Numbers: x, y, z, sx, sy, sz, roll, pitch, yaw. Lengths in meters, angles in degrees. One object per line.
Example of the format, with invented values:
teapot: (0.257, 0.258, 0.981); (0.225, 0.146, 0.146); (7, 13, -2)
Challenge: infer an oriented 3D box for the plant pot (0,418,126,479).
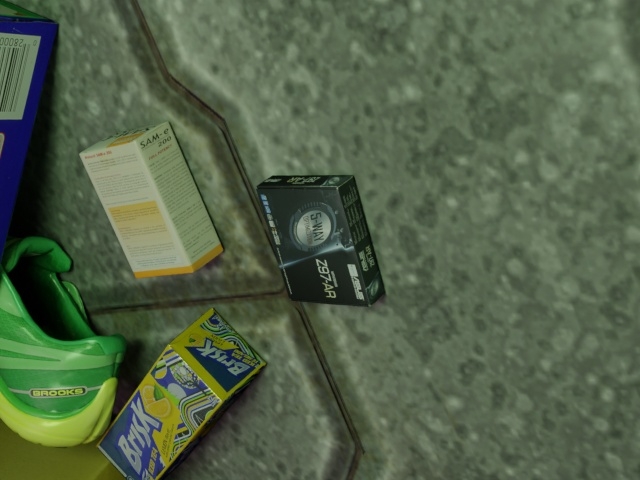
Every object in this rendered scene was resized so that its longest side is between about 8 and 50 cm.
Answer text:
plant pot: (-0.232, 0.260, 0.973); (0.187, 0.212, 0.212); (-8, 112, 29)

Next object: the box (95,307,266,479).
box: (-0.108, 0.125, 0.880); (0.059, 0.054, 0.169); (45, 136, 7)

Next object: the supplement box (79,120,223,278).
supplement box: (-0.115, -0.026, 0.800); (0.062, 0.036, 0.098); (-6, 113, 42)

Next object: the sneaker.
sneaker: (-0.256, 0.036, 0.929); (0.295, 0.109, 0.123); (37, 106, 21)

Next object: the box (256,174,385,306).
box: (0.000, 0.000, 0.736); (0.067, 0.018, 0.083); (3, 118, 39)

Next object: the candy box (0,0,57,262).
candy box: (-0.370, -0.080, 0.852); (0.317, 0.122, 0.268); (24, 106, 24)
